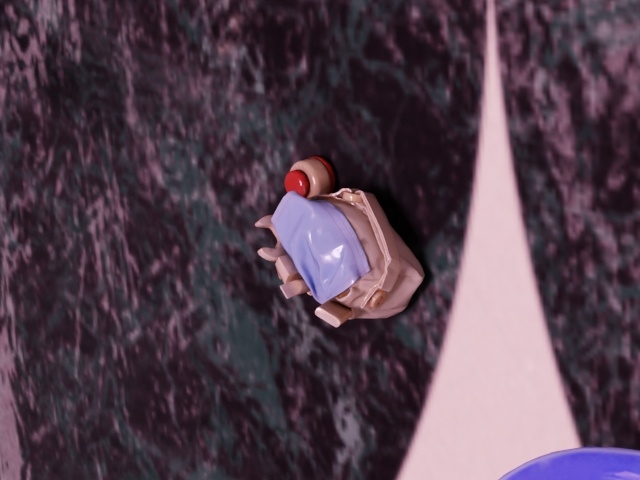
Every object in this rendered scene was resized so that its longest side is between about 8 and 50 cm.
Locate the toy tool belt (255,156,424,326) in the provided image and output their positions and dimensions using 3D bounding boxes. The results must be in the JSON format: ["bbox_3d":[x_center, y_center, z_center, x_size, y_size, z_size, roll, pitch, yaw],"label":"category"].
[{"bbox_3d":[0.000,0.000,0.760,0.083,0.051,0.052,52,136,27],"label":"toy tool belt"}]

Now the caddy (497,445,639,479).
[{"bbox_3d":[0.092,0.218,0.432,0.341,0.241,0.179,49,169,42],"label":"caddy"}]
